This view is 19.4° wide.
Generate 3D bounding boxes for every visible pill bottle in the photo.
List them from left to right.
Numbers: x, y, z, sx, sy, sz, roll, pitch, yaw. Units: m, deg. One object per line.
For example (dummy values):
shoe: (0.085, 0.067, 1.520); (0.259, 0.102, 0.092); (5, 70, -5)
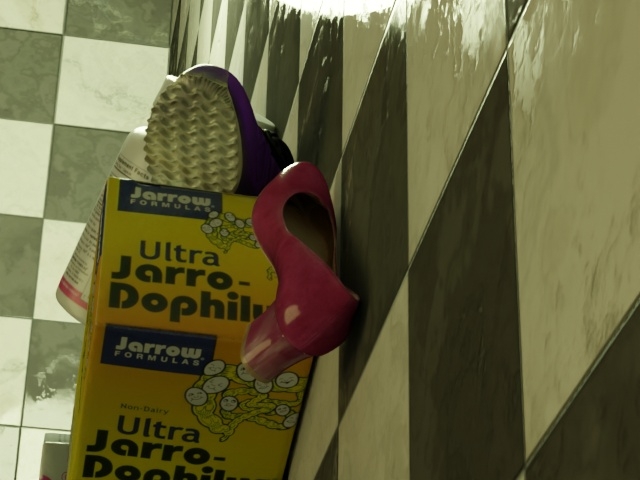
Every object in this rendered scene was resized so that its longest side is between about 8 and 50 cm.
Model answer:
pill bottle: (-0.169, -0.029, 2.086); (0.283, 0.160, 0.160); (-64, 11, 7)

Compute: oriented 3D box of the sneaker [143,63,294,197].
sneaker: (-0.084, -0.073, 1.801); (0.146, 0.102, 0.293); (-54, -27, -38)

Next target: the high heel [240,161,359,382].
high heel: (0.000, 0.000, 1.484); (0.117, 0.082, 0.244); (-37, 22, 34)

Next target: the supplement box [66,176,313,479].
supplement box: (-0.129, 0.142, 1.746); (0.195, 0.194, 0.356); (-93, 12, -47)

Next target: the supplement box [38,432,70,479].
supplement box: (-0.191, 0.272, 1.988); (0.114, 0.220, 0.111); (-175, 92, -81)
